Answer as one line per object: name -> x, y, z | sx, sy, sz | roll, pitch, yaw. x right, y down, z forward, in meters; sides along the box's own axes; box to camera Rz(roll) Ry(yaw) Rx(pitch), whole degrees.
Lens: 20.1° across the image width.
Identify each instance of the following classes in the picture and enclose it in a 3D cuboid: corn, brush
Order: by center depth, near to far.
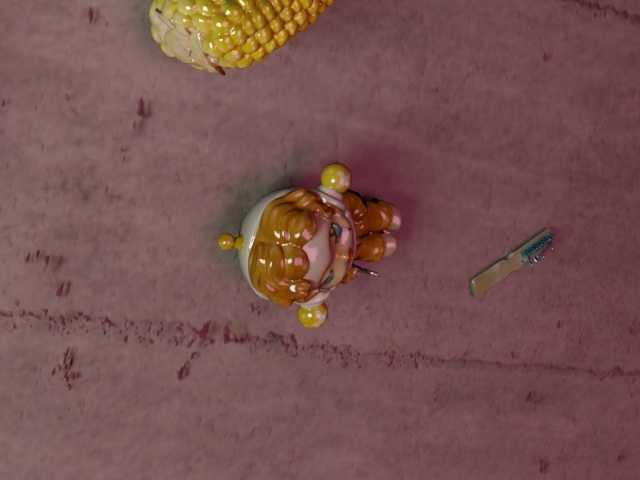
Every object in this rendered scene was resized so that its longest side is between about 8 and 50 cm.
corn -> 0.004, -0.188, 1.054 | 0.248, 0.081, 0.081 | -44, 132, -20
brush -> 0.143, 0.017, 1.322 | 0.084, 0.013, 0.016 | -31, 129, -27

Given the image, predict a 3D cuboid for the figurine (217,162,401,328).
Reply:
figurine -> 0.002, -0.005, 1.151 | 0.143, 0.068, 0.101 | -39, 135, -40
